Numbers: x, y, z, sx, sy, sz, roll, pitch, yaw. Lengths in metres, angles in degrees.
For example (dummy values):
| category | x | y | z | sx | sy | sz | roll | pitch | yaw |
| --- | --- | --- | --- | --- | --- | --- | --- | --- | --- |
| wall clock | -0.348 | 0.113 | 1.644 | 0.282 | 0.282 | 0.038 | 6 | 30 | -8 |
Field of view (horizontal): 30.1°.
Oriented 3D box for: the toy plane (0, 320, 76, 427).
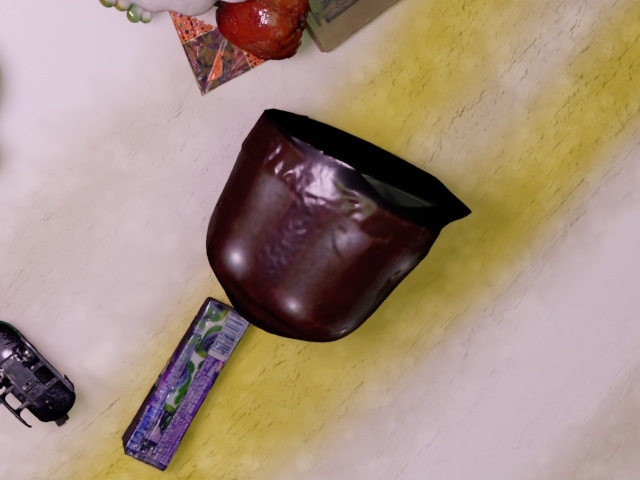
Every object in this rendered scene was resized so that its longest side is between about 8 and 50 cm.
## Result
| category | x | y | z | sx | sy | sz | roll | pitch | yaw |
| --- | --- | --- | --- | --- | --- | --- | --- | --- | --- |
| toy plane | -0.513 | 0.173 | 1.916 | 0.106 | 0.155 | 0.382 | -42 | 112 | -4 |

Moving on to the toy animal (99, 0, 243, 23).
| category | x | y | z | sx | sy | sz | roll | pitch | yaw |
| --- | --- | --- | --- | --- | --- | --- | --- | --- | --- |
| toy animal | -0.237 | -0.467 | 1.834 | 0.247 | 0.183 | 0.310 | -34 | 110 | 28 |

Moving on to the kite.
| category | x | y | z | sx | sy | sz | roll | pitch | yaw |
| --- | --- | --- | --- | --- | --- | --- | --- | --- | --- |
| kite | -0.177 | -0.300 | 1.989 | 0.222 | 0.008 | 0.125 | 19 | 96 | -20 |

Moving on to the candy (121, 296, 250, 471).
| category | x | y | z | sx | sy | sz | roll | pitch | yaw |
| --- | --- | --- | --- | --- | --- | --- | --- | --- | --- |
| candy | -0.234 | 0.246 | 2.063 | 0.088 | 0.061 | 0.312 | 30 | 91 | -19 |

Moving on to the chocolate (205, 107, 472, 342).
| category | x | y | z | sx | sy | sz | roll | pitch | yaw |
| --- | --- | --- | --- | --- | --- | --- | --- | --- | --- |
| chocolate | 0.000 | 0.000 | 1.934 | 0.383 | 0.384 | 0.331 | 20 | 101 | -20 |

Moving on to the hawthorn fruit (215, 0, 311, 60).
| category | x | y | z | sx | sy | sz | roll | pitch | yaw |
| --- | --- | --- | --- | --- | --- | --- | --- | --- | --- |
| hawthorn fruit | -0.102 | -0.372 | 1.932 | 0.172 | 0.148 | 0.148 | 14 | 99 | 11 |

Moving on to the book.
| category | x | y | z | sx | sy | sz | roll | pitch | yaw |
| --- | --- | --- | --- | --- | --- | --- | --- | --- | --- |
| book | 0.056 | -0.447 | 2.018 | 0.231 | 0.026 | 0.161 | -37 | 110 | -7 |
